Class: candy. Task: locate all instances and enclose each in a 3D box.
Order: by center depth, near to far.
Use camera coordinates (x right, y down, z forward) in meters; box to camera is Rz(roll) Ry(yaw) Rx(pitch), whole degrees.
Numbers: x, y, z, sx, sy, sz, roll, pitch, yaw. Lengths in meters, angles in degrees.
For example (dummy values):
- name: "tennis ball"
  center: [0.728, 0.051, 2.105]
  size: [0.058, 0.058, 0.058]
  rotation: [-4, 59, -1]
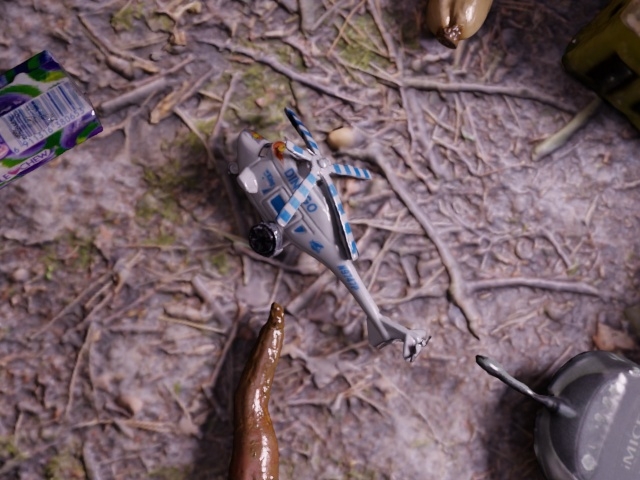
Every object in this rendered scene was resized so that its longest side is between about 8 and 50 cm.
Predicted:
- name: "candy"
  center: [-0.372, -0.071, 0.636]
  size: [0.312, 0.061, 0.088]
  rotation: [-34, 83, -13]

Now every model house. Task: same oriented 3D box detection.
- name: "model house"
  center: [0.413, -0.223, 0.669]
  size: [0.193, 0.234, 0.175]
  rotation: [44, 78, 1]

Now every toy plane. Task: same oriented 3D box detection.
- name: "toy plane"
  center: [0.006, -0.002, 0.666]
  size: [0.273, 0.107, 0.182]
  rotation: [49, 33, -14]

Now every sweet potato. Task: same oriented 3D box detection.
- name: "sweet potato"
  center: [-0.060, 0.168, 0.632]
  size: [0.050, 0.050, 0.214]
  rotation: [5, 75, -6]

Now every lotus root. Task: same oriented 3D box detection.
- name: "lotus root"
  center: [0.162, -0.285, 0.740]
  size: [0.073, 0.062, 0.150]
  rotation: [15, 75, 20]

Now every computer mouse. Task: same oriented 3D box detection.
- name: "computer mouse"
  center: [0.323, 0.206, 0.650]
  size: [0.379, 0.090, 0.167]
  rotation: [28, 77, 5]
